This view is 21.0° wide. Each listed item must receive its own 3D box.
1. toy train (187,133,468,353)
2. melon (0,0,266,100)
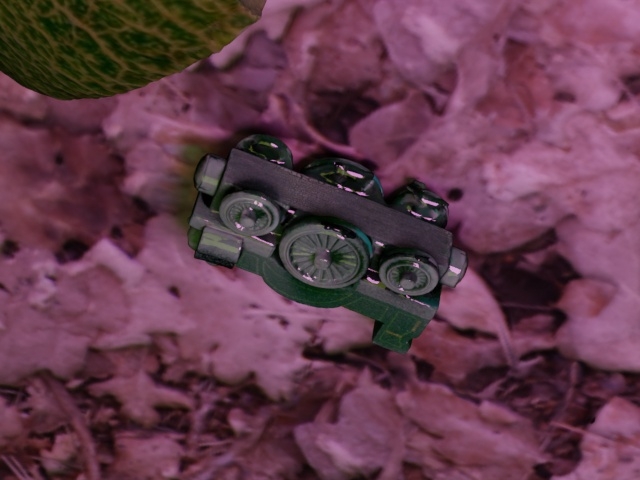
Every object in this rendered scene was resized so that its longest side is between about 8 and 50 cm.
[{"bbox_3d":[0.000,0.000,1.069,0.178,0.071,0.104,20,140,-8],"label":"toy train"},{"bbox_3d":[-0.154,-0.258,0.829,0.226,0.331,0.343,-40,110,-7],"label":"melon"}]
